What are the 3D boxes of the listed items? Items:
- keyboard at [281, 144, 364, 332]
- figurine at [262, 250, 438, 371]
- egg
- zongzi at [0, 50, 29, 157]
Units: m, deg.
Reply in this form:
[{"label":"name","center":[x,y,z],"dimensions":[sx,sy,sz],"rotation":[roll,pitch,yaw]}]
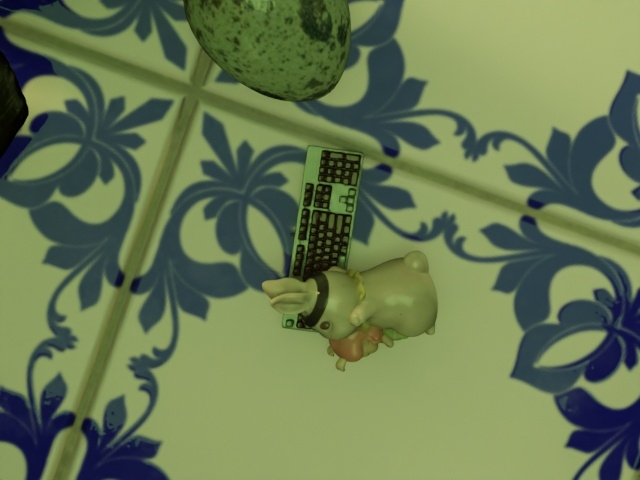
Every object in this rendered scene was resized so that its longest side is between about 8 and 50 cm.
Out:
[{"label":"keyboard","center":[0.000,0.000,1.479],"dimensions":[0.055,0.017,0.166],"rotation":[8,97,-2]},{"label":"figurine","center":[0.027,0.069,1.443],"dimensions":[0.146,0.081,0.098],"rotation":[-13,103,-14]},{"label":"egg","center":[-0.041,-0.192,1.396],"dimensions":[0.132,0.132,0.172],"rotation":[-32,109,4]},{"label":"zongzi","center":[-0.438,-0.096,1.422],"dimensions":[0.317,0.154,0.289],"rotation":[30,64,32]}]
